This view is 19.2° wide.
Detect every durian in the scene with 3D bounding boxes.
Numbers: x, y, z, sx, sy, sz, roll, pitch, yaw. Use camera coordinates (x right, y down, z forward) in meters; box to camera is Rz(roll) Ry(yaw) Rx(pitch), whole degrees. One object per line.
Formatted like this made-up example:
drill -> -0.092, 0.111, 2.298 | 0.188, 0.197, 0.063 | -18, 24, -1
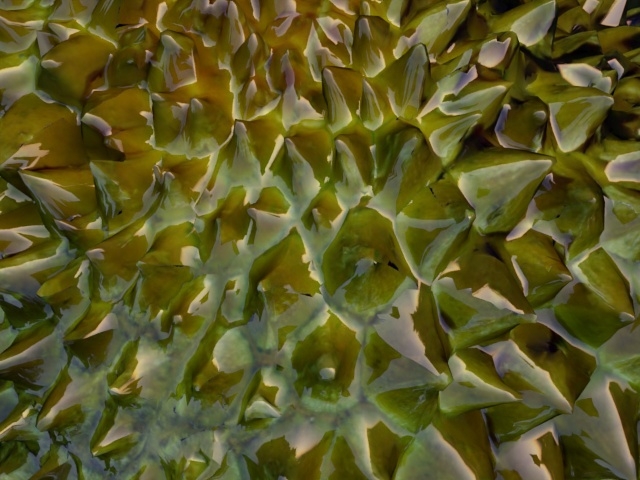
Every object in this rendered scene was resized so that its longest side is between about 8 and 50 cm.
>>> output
durian -> 0.003, 0.000, 0.515 | 0.225, 0.291, 0.291 | -12, 122, 23
